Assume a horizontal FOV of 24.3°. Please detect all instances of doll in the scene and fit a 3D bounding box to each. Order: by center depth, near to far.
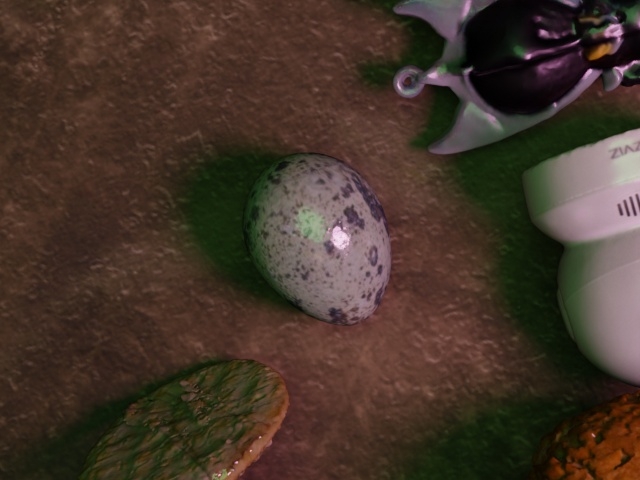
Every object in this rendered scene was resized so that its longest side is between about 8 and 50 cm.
[{"bbox_3d":[0.220,-0.190,1.395,0.316,0.103,0.145,-13,128,12],"label":"doll"}]

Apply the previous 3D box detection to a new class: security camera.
[{"bbox_3d":[0.301,0.019,1.336,0.195,0.194,0.236,-19,86,3],"label":"security camera"}]

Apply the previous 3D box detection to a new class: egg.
[{"bbox_3d":[0.000,0.000,1.391,0.132,0.132,0.172,-27,95,2],"label":"egg"}]

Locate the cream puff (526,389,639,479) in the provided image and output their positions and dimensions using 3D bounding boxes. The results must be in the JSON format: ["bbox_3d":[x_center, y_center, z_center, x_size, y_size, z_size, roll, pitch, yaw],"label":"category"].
[{"bbox_3d":[0.277,0.275,1.294,0.303,0.212,0.303,-5,105,-21],"label":"cream puff"}]

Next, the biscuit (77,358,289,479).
[{"bbox_3d":[-0.126,0.179,1.353,0.220,0.220,0.033,-26,114,2],"label":"biscuit"}]
